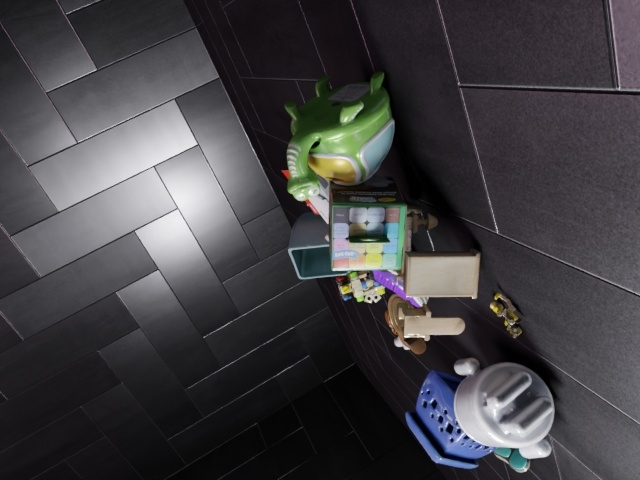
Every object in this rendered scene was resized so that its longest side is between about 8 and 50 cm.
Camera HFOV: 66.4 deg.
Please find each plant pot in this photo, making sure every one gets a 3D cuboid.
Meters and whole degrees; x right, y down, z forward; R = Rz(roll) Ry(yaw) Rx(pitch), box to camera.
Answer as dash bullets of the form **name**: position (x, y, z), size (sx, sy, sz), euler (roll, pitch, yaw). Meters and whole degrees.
- **plant pot**: position (0.434, 0.588, 1.579), size (0.236, 0.212, 0.236), euler (27, -168, -34)
- **plant pot**: position (0.000, 0.000, 2.269), size (0.247, 0.247, 0.252), euler (74, -167, -52)

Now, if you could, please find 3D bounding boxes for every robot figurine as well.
- **robot figurine**: position (0.466, 0.431, 1.276), size (0.299, 0.200, 0.353), euler (55, 169, 20)

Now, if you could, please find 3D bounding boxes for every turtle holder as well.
- **turtle holder**: position (0.055, -0.242, 1.181), size (0.320, 0.244, 0.227), euler (-74, -28, -47)

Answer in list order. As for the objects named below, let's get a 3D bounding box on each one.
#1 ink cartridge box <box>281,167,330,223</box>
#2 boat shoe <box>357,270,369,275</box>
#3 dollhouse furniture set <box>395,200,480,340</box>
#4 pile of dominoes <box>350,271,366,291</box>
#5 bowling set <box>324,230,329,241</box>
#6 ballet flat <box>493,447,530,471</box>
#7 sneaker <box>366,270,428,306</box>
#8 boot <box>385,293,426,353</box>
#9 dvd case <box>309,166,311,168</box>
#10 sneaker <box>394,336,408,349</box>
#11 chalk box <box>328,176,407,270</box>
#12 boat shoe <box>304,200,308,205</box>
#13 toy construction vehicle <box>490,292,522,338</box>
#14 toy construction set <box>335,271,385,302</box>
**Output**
- **ink cartridge box**: position (-0.025, -0.178, 2.001), size (0.239, 0.060, 0.275), euler (4, 142, 47)
- **boat shoe**: position (0.151, 0.083, 2.137), size (0.110, 0.105, 0.307), euler (55, 168, 28)
- **dollhouse furniture set**: position (0.287, 0.056, 1.328), size (0.355, 0.174, 0.303), euler (-93, 3, -75)
- **pile of dominoes**: position (0.167, 0.163, 2.463), size (0.196, 0.040, 0.251), euler (55, 169, 31)
- **bowling set**: position (0.148, -0.056, 1.689), size (0.154, 0.199, 0.287), euler (28, -166, 13)
- **ballet flat**: position (0.643, 0.712, 1.604), size (0.068, 0.072, 0.213), euler (34, 171, -3)
- **sneaker**: position (0.230, 0.108, 1.555), size (0.146, 0.102, 0.293), euler (-9, 134, 46)
- **boot**: position (0.322, 0.312, 1.999), size (0.283, 0.109, 0.220), euler (56, 176, -17)
- **dvd case**: position (-0.053, -0.337, 2.241), size (0.221, 0.018, 0.164), euler (54, 167, 33)
- **sneaker**: position (0.375, 0.451, 2.221), size (0.152, 0.054, 0.061), euler (166, 84, -73)
- **chalk box**: position (0.112, -0.035, 1.229), size (0.289, 0.180, 0.179), euler (-89, 0, -65)
- **boat shoe**: position (-0.032, -0.237, 2.121), size (0.091, 0.114, 0.302), euler (40, 158, -1)
- **toy construction vehicle**: position (0.449, 0.178, 1.170), size (0.098, 0.035, 0.086), euler (58, -179, 29)
- **toy construction set**: position (0.180, 0.183, 2.045), size (0.327, 0.215, 0.151), euler (81, 171, -75)
